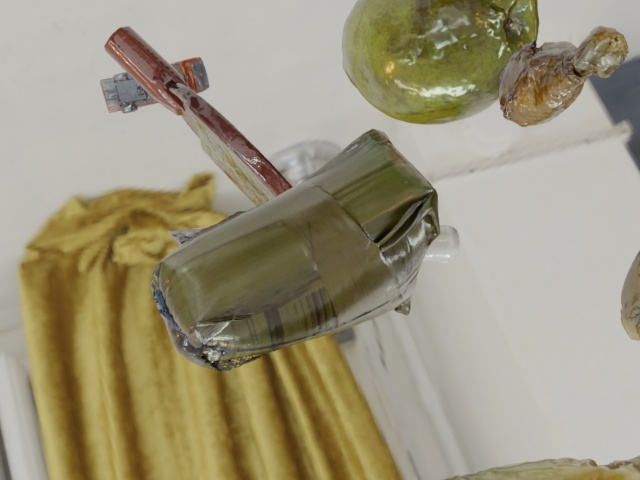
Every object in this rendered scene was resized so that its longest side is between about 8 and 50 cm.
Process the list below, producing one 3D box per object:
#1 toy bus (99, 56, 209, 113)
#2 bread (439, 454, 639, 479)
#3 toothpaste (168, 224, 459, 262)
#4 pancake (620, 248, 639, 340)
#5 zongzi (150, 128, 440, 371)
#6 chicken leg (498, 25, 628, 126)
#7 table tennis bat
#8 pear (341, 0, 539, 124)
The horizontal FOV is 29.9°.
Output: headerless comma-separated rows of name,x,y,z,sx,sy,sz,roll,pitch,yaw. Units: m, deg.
toy bus,-0.255,-0.239,1.838,0.192,0.065,0.077,-5,-165,39
bread,0.162,0.338,1.094,0.388,0.236,0.183,-15,150,5
toothpaste,0.000,0.000,1.276,0.314,0.056,0.058,0,149,-19
pancake,0.381,-0.014,1.230,0.049,0.282,0.282,24,143,4
zongzi,-0.017,0.053,1.089,0.260,0.123,0.289,-30,157,-15
chicken leg,0.283,-0.194,1.392,0.087,0.107,0.251,24,171,-10
table tennis bat,-0.137,-0.137,1.635,0.051,0.415,0.268,-44,174,-7
pear,0.224,-0.383,2.276,0.351,0.352,0.413,6,173,-39
